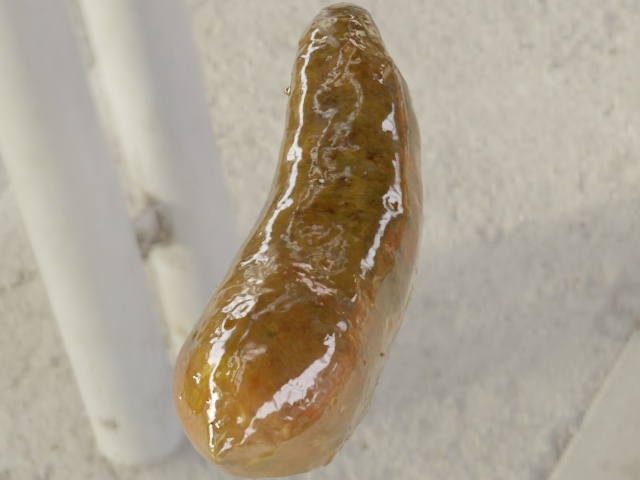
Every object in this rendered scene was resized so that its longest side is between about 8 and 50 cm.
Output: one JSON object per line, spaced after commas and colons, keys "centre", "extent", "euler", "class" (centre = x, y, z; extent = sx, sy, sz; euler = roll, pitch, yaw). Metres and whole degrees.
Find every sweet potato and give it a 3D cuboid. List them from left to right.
{"centre": [0.001, 0.000, 0.856], "extent": [0.097, 0.097, 0.291], "euler": [4, 49, 15], "class": "sweet potato"}
